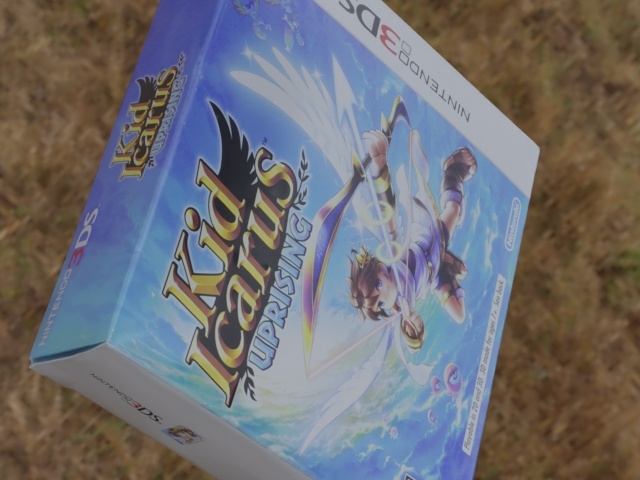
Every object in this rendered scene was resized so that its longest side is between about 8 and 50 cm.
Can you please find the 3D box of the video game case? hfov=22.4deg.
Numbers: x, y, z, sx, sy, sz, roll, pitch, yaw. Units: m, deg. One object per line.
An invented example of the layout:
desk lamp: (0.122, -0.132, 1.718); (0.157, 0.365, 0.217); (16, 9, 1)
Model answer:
video game case: (0.000, 0.000, 0.823); (0.244, 0.061, 0.269); (37, 53, -33)
